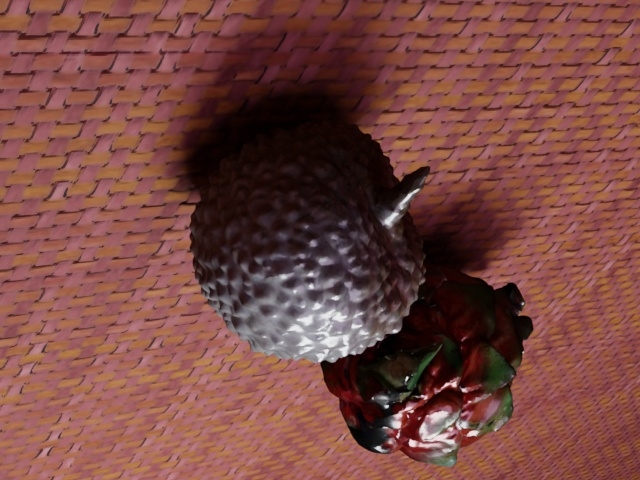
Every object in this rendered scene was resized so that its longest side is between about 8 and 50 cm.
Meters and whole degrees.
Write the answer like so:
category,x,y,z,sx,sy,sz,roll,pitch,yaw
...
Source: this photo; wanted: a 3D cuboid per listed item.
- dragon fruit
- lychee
category,x,y,z,sx,sy,sz,roll,pitch,yaw
dragon fruit,0.092,0.100,1.208,0.189,0.182,0.182,18,133,-30
lychee,0.000,0.000,0.949,0.197,0.165,0.165,-16,161,32
